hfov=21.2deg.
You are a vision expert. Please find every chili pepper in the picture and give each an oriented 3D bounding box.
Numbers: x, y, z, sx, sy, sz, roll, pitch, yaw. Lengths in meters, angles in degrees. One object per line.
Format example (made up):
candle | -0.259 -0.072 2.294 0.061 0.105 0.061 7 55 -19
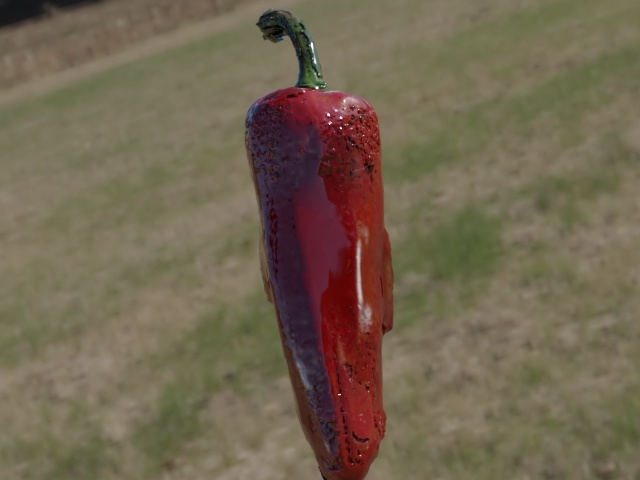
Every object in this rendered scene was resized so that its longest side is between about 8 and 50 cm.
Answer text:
chili pepper | 0.000 0.000 1.295 0.110 0.388 0.110 -5 -10 -1
